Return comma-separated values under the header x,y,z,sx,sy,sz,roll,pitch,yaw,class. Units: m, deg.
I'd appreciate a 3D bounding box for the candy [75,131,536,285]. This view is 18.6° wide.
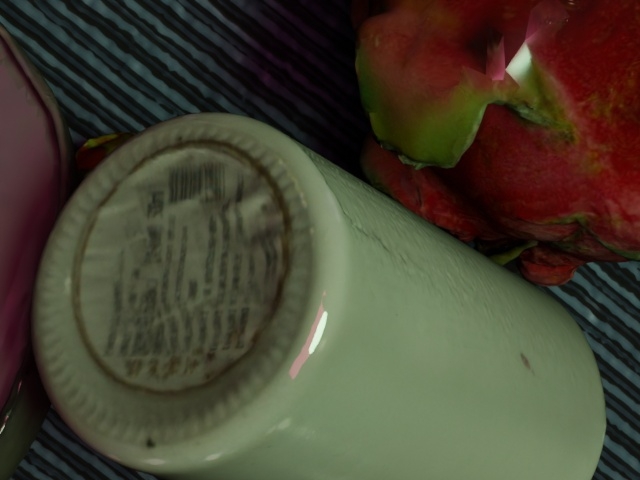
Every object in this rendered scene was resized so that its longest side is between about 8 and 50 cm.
x,y,z,sx,sy,sz,roll,pitch,yaw,class
0.000,0.000,0.687,0.194,0.062,0.058,8,131,-24,candy

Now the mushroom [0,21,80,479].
x,y,z,sx,sy,sz,roll,pitch,yaw,class
-0.139,0.017,0.605,0.141,0.117,0.188,3,66,13,mushroom

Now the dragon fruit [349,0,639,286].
x,y,z,sx,sy,sz,roll,pitch,yaw,class
0.089,-0.122,0.649,0.198,0.200,0.269,-4,73,-38,dragon fruit

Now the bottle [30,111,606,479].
x,y,z,sx,sy,sz,roll,pitch,yaw,class
0.020,0.044,0.620,0.245,0.104,0.104,30,83,-55,bottle
